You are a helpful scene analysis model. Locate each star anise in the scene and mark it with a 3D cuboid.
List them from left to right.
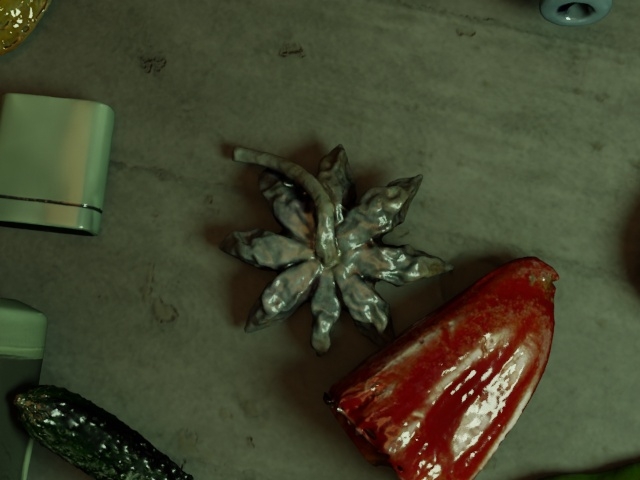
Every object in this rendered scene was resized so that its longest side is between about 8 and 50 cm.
[{"bbox_3d":[0.000,0.000,0.981,0.230,0.081,0.262,-40,83,10],"label":"star anise"}]

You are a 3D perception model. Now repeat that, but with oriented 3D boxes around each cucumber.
[{"bbox_3d":[-0.182,0.196,0.922,0.067,0.067,0.245,-44,121,-2],"label":"cucumber"}]

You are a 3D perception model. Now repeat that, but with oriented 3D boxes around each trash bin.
[{"bbox_3d":[-0.272,-0.075,1.024,0.116,0.059,0.129,7,82,4],"label":"trash bin"}]

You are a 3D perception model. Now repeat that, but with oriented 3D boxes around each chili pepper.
[{"bbox_3d":[0.140,0.123,0.942,0.253,0.136,0.144,-40,54,-9],"label":"chili pepper"}]

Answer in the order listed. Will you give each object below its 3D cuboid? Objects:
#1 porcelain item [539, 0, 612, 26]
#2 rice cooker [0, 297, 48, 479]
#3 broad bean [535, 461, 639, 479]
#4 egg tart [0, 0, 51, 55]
[{"bbox_3d":[0.247,-0.336,0.981,0.141,0.141,0.259,2,75,5],"label":"porcelain item"},{"bbox_3d":[-0.392,0.146,0.903,0.289,0.288,0.276,6,82,6],"label":"rice cooker"},{"bbox_3d":[0.274,0.233,0.942,0.255,0.046,0.065,-17,74,1],"label":"broad bean"},{"bbox_3d":[-0.366,-0.276,1.054,0.191,0.074,0.191,0,85,4],"label":"egg tart"}]
